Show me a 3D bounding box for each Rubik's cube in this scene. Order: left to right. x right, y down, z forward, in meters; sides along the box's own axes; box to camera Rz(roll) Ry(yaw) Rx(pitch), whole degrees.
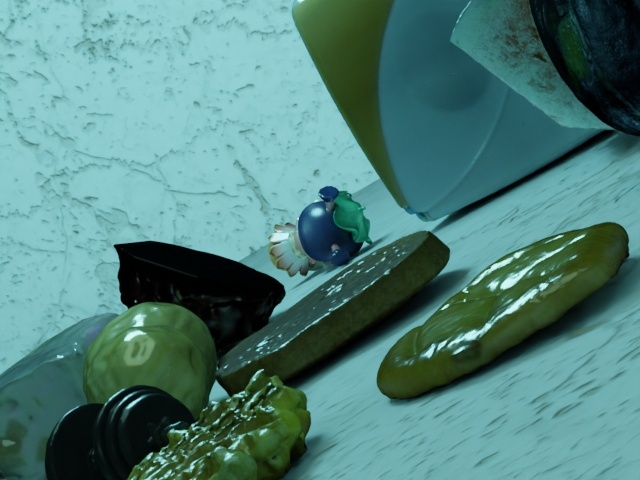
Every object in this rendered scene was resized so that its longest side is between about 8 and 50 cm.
[{"bbox_3d":[0.218,-0.267,2.336,0.347,0.352,0.351,-28,3,31],"label":"Rubik's cube"}]

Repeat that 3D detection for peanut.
[{"bbox_3d":[-0.172,0.132,1.873,0.147,0.147,0.319,-32,0,-7],"label":"peanut"}]

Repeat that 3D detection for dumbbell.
[{"bbox_3d":[-0.168,0.178,1.554,0.099,0.099,0.208,-35,6,-39],"label":"dumbbell"}]

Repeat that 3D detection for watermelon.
[{"bbox_3d":[0.283,-0.209,1.972,0.290,0.213,0.320,0,-35,-22],"label":"watermelon"}]

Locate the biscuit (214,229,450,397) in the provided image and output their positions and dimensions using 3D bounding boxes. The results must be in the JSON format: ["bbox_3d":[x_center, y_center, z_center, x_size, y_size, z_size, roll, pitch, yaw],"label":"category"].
[{"bbox_3d":[0.012,0.076,1.814,0.257,0.049,0.273,-35,3,-12],"label":"biscuit"}]

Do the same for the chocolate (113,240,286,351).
[{"bbox_3d":[-0.168,0.113,2.383,0.224,0.206,0.177,-12,-62,-72],"label":"chocolate"}]

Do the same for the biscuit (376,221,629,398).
[{"bbox_3d":[0.135,0.044,1.329,0.203,0.041,0.260,-33,2,-22],"label":"biscuit"}]

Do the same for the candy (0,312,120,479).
[{"bbox_3d":[-0.302,0.192,2.156,0.185,0.137,0.195,-30,6,23],"label":"candy"}]

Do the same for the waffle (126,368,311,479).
[{"bbox_3d":[-0.113,0.185,1.354,0.238,0.058,0.243,-31,5,16],"label":"waffle"}]

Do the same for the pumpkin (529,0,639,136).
[{"bbox_3d":[0.361,-0.248,1.645,0.363,0.266,0.363,-27,6,3],"label":"pumpkin"}]

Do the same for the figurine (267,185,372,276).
[{"bbox_3d":[0.000,0.000,2.621,0.102,0.111,0.195,-12,-13,-39],"label":"figurine"}]
